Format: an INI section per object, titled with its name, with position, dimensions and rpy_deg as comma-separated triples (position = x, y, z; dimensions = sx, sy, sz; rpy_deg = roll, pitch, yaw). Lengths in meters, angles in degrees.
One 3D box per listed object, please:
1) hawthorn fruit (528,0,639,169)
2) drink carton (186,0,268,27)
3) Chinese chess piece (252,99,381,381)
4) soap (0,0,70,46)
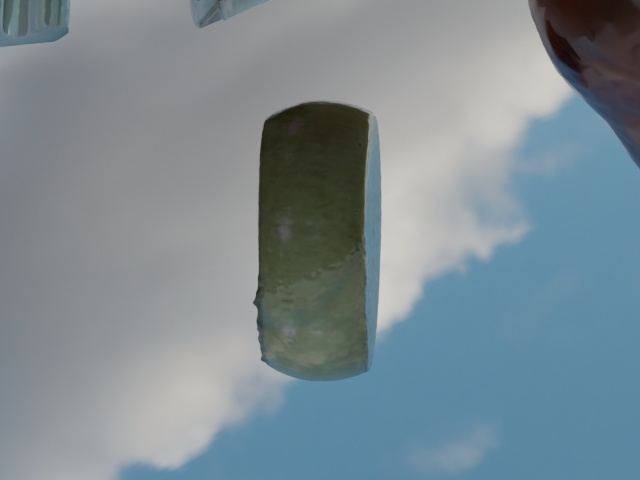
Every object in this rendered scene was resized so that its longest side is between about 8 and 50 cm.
[hawthorn fruit]
position = 0.399, -0.249, 1.549
dimensions = 0.471, 0.472, 0.472
rpy_deg = -21, -156, 10
[drink carton]
position = -0.101, -0.332, 1.840
dimensions = 0.106, 0.131, 0.315
rpy_deg = -20, 162, -6
[Chinese chess piece]
position = 0.000, 0.000, 1.727
dimensions = 0.101, 0.250, 0.250
rpy_deg = 0, -153, 4
[soap]
position = -0.328, -0.368, 1.853
dimensions = 0.115, 0.347, 0.208
rpy_deg = -13, -152, -43
